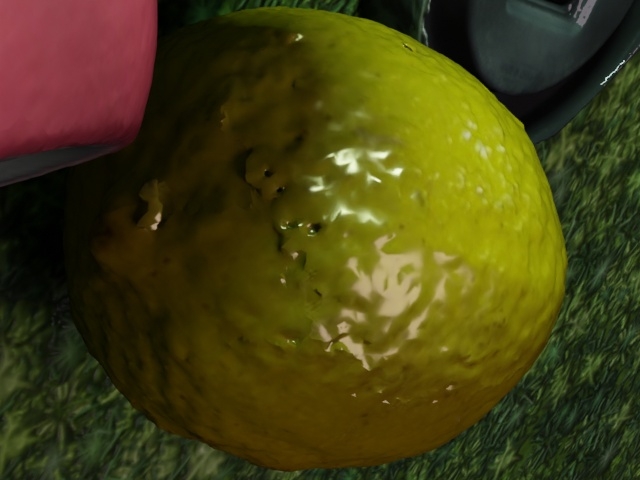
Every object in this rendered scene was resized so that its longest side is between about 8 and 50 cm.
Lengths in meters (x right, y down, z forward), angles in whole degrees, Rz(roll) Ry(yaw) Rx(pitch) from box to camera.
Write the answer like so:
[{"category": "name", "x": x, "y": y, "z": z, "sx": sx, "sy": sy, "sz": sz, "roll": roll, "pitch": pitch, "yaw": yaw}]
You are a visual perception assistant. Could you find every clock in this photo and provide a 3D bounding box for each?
[{"category": "clock", "x": 0.157, "y": -0.211, "z": 1.188, "sx": 0.325, "sy": 0.067, "sz": 0.325, "roll": -34, "pitch": 142, "yaw": -32}]

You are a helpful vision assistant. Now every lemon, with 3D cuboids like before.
[{"category": "lemon", "x": 0.000, "y": 0.000, "z": 0.981, "sx": 0.322, "sy": 0.268, "sz": 0.268, "roll": 17, "pitch": 104, "yaw": -51}]

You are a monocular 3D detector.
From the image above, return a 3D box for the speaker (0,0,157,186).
[{"category": "speaker", "x": -0.198, "y": -0.087, "z": 0.614, "sx": 0.294, "sy": 0.294, "sz": 0.294, "roll": -33, "pitch": 141, "yaw": -32}]
